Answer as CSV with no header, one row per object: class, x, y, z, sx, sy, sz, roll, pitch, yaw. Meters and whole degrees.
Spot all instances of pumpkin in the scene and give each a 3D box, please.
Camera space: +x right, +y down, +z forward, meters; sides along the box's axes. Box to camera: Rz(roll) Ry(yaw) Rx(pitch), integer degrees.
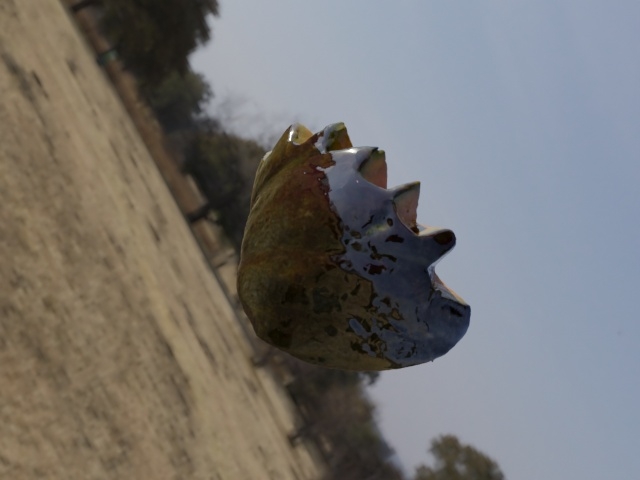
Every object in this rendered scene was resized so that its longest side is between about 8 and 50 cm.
pumpkin,0.000,0.000,1.017,0.254,0.149,0.130,36,-44,27
